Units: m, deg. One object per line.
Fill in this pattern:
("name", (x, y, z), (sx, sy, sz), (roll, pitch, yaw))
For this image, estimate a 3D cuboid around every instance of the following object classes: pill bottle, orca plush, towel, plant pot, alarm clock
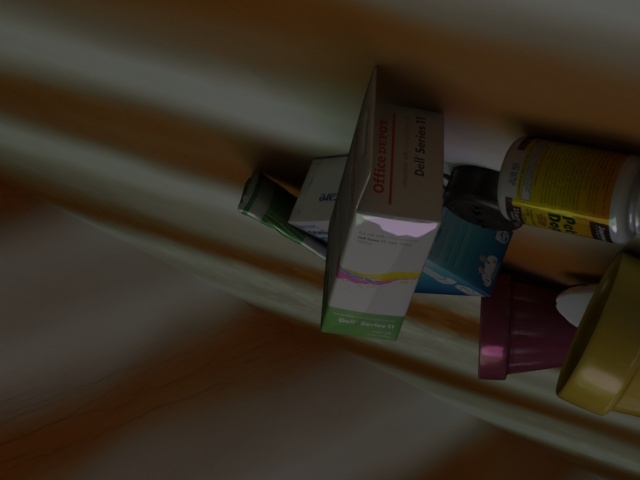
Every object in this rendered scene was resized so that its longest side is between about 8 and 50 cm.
("pill bottle", (0.347, -0.063, 1.645), (0.215, 0.117, 0.117), (13, 164, 29))
("orca plush", (0.551, 0.113, 2.162), (0.287, 0.102, 0.151), (-6, 106, 42))
("towel", (0.000, 0.000, 2.232), (0.325, 0.038, 0.248), (35, -168, -7))
("plant pot", (0.382, 0.160, 2.328), (0.180, 0.201, 0.201), (3, 163, 8))
("plant pot", (0.528, 0.177, 1.985), (0.239, 0.254, 0.254), (23, 167, 6))
("alarm clock", (0.269, -0.055, 1.918), (0.192, 0.064, 0.129), (12, 164, 21))

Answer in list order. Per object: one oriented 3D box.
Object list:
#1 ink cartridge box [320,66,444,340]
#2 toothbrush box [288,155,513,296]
("ink cartridge box", (0.090, -0.044, 1.744), (0.119, 0.207, 0.353), (9, 142, -5))
("toothbrush box", (0.131, -0.022, 2.099), (0.296, 0.126, 0.216), (28, 165, -29))
